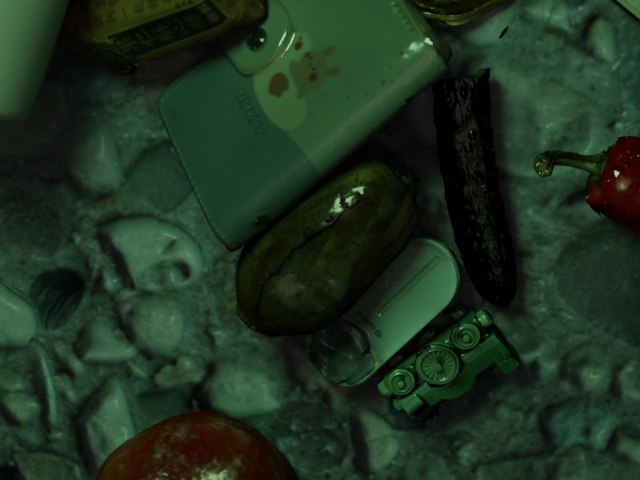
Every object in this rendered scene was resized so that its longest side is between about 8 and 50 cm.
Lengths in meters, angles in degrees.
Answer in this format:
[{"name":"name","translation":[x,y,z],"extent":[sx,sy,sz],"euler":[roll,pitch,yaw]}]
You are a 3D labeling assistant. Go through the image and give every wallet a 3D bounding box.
[{"name":"wallet","translation":[-0.035,-0.185,1.442],"extent":[0.360,0.083,0.252],"euler":[-40,60,18]}]

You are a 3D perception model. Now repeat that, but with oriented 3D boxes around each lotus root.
[{"name":"lotus root","translation":[0.000,0.000,1.495],"extent":[0.160,0.152,0.275],"euler":[29,109,-42]}]

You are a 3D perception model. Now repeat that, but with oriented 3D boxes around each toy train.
[{"name":"toy train","translation":[0.365,-0.303,1.427],"extent":[0.093,0.038,0.056],"euler":[38,109,-3]},{"name":"toy train","translation":[0.161,0.162,1.567],"extent":[0.178,0.071,0.104],"euler":[-38,108,14]}]

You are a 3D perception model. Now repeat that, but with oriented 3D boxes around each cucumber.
[{"name":"cucumber","translation":[0.192,-0.058,1.499],"extent":[0.081,0.072,0.304],"euler":[-10,104,-2]}]

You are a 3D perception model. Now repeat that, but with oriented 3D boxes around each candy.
[{"name":"candy","translation":[-0.198,-0.272,1.457],"extent":[0.271,0.101,0.143],"euler":[-18,141,26]}]

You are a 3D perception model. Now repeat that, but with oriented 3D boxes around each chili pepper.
[{"name":"chili pepper","translation":[0.436,-0.040,1.457],"extent":[0.387,0.110,0.110],"euler":[25,107,-5]}]

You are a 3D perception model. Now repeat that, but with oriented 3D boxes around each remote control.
[{"name":"remote control","translation":[0.080,0.091,1.555],"extent":[0.104,0.052,0.247],"euler":[48,112,4]}]

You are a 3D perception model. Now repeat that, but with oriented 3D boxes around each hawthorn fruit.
[{"name":"hawthorn fruit","translation":[-0.151,0.355,1.558],"extent":[0.284,0.284,0.284],"euler":[2,105,8]}]

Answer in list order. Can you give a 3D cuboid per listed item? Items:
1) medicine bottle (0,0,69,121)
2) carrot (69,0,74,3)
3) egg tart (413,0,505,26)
[{"name":"medicine bottle","translation":[-0.372,-0.338,1.360],"extent":[0.211,0.211,0.372],"euler":[20,99,2]},{"name":"carrot","translation":[-0.289,-0.324,1.501],"extent":[0.225,0.067,0.067],"euler":[-16,102,12]},{"name":"egg tart","translation":[0.154,-0.345,1.430],"extent":[0.191,0.074,0.191],"euler":[2,103,7]}]
